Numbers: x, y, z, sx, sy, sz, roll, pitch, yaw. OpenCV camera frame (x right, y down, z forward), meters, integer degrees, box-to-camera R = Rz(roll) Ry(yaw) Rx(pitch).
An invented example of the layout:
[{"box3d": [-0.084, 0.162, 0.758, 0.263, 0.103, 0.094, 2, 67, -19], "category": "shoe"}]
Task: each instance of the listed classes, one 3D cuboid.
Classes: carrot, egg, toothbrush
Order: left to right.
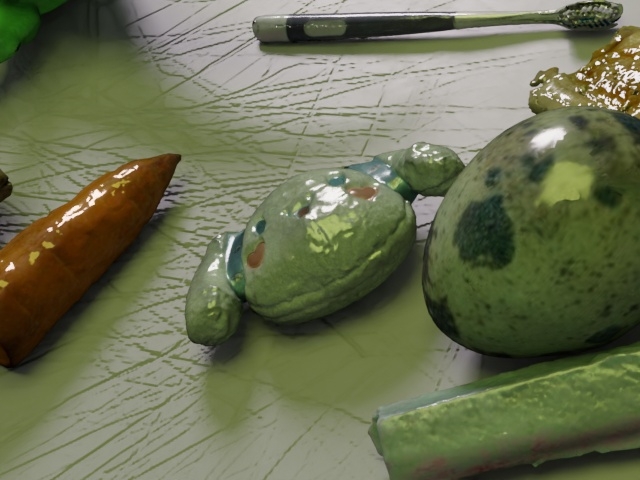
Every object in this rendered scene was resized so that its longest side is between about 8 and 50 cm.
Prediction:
[{"box3d": [-0.171, 0.002, 1.189, 0.205, 0.072, 0.072, -43, 50, -19], "category": "carrot"}, {"box3d": [0.080, -0.161, 1.253, 0.288, 0.026, 0.024, 1, 94, 23], "category": "toothbrush"}, {"box3d": [0.140, 0.000, 1.018, 0.181, 0.141, 0.141, -37, 44, 21], "category": "egg"}]

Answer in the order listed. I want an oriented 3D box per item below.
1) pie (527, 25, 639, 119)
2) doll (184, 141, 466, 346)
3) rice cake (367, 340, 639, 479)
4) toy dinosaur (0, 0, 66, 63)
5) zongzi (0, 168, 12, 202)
[{"box3d": [0.264, -0.065, 1.070, 0.128, 0.068, 0.282, -35, 48, -30], "category": "pie"}, {"box3d": [0.000, 0.000, 1.122, 0.214, 0.071, 0.103, -32, 35, 5], "category": "doll"}, {"box3d": [0.169, 0.103, 0.990, 0.290, 0.051, 0.081, -15, 82, 10], "category": "rice cake"}, {"box3d": [-0.182, -0.272, 1.407, 0.500, 0.144, 0.374, -6, 38, 12], "category": "toy dinosaur"}, {"box3d": [-0.327, 0.003, 1.261, 0.178, 0.081, 0.189, 12, 70, 54], "category": "zongzi"}]
